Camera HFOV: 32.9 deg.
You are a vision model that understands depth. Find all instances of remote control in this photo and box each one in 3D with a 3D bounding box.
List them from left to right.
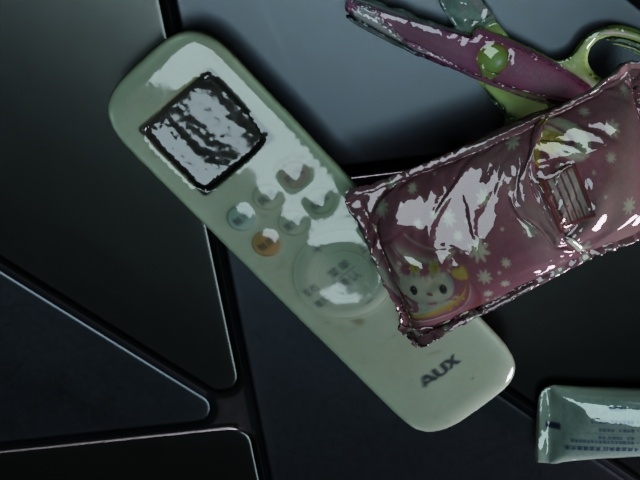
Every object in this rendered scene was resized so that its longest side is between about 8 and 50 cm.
[{"bbox_3d":[0.001,0.000,0.671,0.090,0.038,0.309,-37,109,17],"label":"remote control"}]

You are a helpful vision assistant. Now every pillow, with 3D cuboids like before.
[{"bbox_3d":[0.114,-0.019,0.635,0.185,0.043,0.118,-22,113,8],"label":"pillow"}]

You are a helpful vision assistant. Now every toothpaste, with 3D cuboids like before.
[{"bbox_3d":[0.261,0.121,0.726,0.234,0.038,0.060,-2,112,5],"label":"toothpaste"}]

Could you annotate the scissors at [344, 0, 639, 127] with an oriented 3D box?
[{"bbox_3d":[0.101,-0.103,0.628,0.187,0.020,0.133,34,109,-17],"label":"scissors"}]
